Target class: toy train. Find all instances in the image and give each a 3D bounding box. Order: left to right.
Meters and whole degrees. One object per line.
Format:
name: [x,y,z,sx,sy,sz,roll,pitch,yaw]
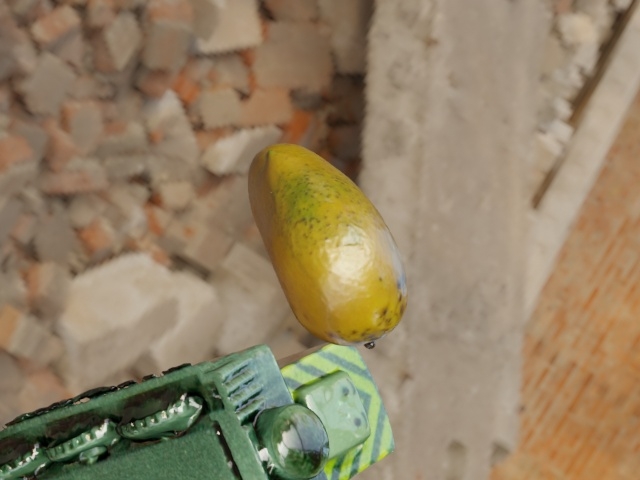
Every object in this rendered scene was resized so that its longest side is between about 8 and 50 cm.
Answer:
toy train: [-0.095,0.145,1.057,0.330,0.138,0.178,-22,-179,44]

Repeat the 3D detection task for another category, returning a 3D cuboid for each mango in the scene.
mango: [0.000,0.000,0.739,0.057,0.114,0.079,-31,147,-3]
